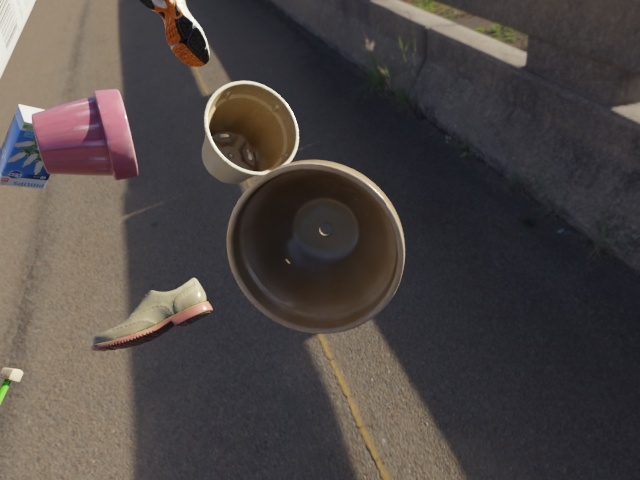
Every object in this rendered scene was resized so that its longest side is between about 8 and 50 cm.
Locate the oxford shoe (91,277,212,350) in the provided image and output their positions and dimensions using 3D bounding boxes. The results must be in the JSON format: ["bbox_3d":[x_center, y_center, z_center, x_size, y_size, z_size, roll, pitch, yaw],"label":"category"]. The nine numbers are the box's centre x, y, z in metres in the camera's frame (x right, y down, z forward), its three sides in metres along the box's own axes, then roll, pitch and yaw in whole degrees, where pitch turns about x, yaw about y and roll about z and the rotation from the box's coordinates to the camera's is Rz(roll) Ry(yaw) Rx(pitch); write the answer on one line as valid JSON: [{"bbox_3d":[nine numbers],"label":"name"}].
[{"bbox_3d":[-0.501,0.220,1.327,0.347,0.123,0.130,-21,78,-13],"label":"oxford shoe"}]

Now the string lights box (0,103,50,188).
[{"bbox_3d":[-0.875,-0.276,1.371,0.133,0.260,0.077,0,51,-53],"label":"string lights box"}]

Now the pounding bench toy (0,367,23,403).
[{"bbox_3d":[-0.322,0.157,0.416,0.052,0.065,0.083,-2,-3,35],"label":"pounding bench toy"}]

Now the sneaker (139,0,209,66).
[{"bbox_3d":[-0.362,-0.578,1.152,0.099,0.263,0.121,-17,42,17],"label":"sneaker"}]

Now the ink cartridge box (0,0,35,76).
[{"bbox_3d":[-0.419,-0.231,0.410,0.160,0.279,0.385,13,67,-19],"label":"ink cartridge box"}]

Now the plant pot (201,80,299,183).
[{"bbox_3d":[-0.292,-0.352,1.649,0.333,0.334,0.305,-41,10,-28],"label":"plant pot"}]

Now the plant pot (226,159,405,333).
[{"bbox_3d":[0.000,0.000,0.629,0.237,0.238,0.110,-3,20,14],"label":"plant pot"}]

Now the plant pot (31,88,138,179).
[{"bbox_3d":[-0.521,-0.226,1.003,0.180,0.202,0.201,-13,37,-23],"label":"plant pot"}]
